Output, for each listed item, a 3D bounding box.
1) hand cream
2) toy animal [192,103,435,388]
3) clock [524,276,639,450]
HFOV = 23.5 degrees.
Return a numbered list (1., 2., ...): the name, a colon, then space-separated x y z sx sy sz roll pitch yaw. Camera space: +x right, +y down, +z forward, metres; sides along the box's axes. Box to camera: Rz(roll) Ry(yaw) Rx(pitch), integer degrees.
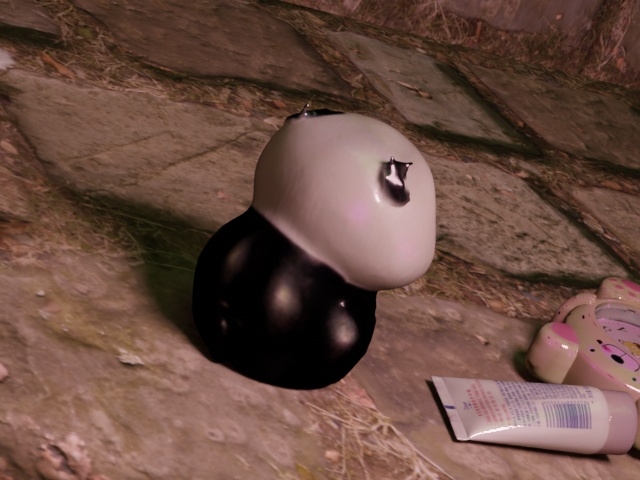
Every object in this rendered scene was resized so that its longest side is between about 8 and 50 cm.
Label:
1. hand cream: 0.266 0.219 1.908 0.247 0.083 0.133 7 25 -13
2. toy animal: 0.000 0.000 1.793 0.250 0.310 0.251 21 21 -8
3. clock: 0.442 0.177 2.119 0.284 0.114 0.309 37 26 25
